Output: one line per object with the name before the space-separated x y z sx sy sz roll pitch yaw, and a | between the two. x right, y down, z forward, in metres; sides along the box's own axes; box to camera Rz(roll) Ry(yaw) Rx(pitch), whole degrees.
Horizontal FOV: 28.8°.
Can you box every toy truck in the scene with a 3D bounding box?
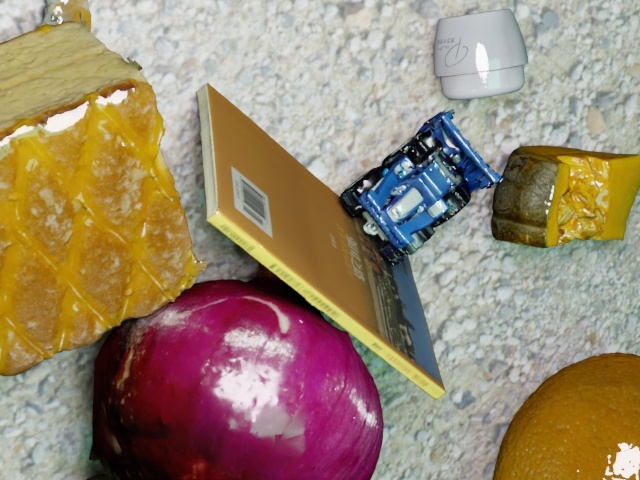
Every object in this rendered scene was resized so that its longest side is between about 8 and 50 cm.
toy truck | 0.134 -0.077 1.527 0.208 0.126 0.113 -42 95 -29

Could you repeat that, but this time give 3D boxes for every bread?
bread | -0.300 -0.040 1.251 0.279 0.207 0.279 -28 132 -18

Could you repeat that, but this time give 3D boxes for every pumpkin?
pumpkin | 0.319 -0.061 1.662 0.248 0.126 0.130 -1 96 -47

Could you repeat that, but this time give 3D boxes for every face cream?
face cream | 0.197 -0.230 1.546 0.117 0.117 0.104 -14 101 -25

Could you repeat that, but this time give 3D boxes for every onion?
onion | -0.081 0.151 1.408 0.348 0.348 0.385 38 53 -30

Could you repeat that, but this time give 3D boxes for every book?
book | 0.000 0.000 1.428 0.028 0.262 0.374 -39 122 18

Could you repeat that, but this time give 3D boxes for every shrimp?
shrimp | -0.320 -0.239 1.309 0.161 0.049 0.166 -21 110 -25

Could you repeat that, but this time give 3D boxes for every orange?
orange | 0.391 0.338 1.689 0.322 0.322 0.357 41 88 -30

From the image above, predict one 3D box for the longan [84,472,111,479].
longan | -0.251 0.326 1.466 0.113 0.092 0.113 -21 119 -46
